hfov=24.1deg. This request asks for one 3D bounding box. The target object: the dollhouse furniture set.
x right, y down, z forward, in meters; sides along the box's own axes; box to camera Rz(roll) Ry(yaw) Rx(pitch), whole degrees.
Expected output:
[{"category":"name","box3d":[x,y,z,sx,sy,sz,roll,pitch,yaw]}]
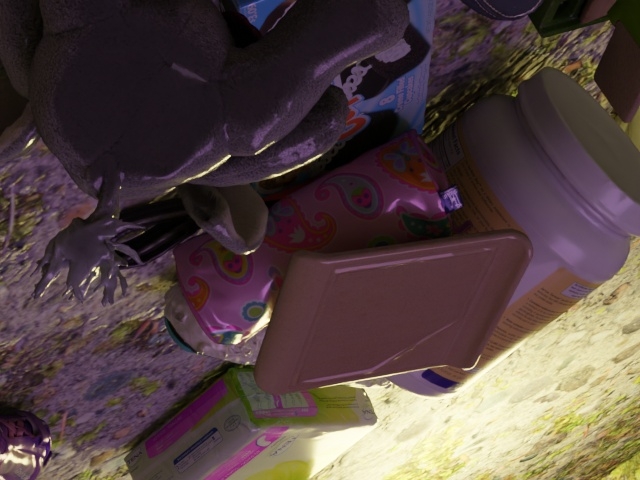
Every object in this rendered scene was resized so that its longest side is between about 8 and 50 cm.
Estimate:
[{"category":"dollhouse furniture set","box3d":[0.390,-0.238,1.463,0.301,0.198,0.151,-17,152,-22]}]

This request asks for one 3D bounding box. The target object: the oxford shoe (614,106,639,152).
[{"category":"oxford shoe","box3d":[0.431,-0.158,1.747,0.169,0.130,0.449,-21,153,-13]}]

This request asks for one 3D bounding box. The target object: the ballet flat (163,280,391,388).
[{"category":"ballet flat","box3d":[-0.005,0.088,1.740,0.147,0.147,0.409,-41,150,25]}]

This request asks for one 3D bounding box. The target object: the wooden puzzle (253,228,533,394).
[{"category":"wooden puzzle","box3d":[0.065,0.066,1.464,0.238,0.044,0.221,-4,142,-19]}]

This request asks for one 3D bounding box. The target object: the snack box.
[{"category":"snack box","box3d":[0.008,-0.167,1.360,0.187,0.060,0.322,-22,155,-10]}]

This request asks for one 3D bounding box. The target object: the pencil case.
[{"category":"pencil case","box3d":[0.000,0.000,1.465,0.284,0.124,0.124,-25,156,5]}]

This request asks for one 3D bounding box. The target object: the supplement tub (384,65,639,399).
[{"category":"supplement tub","box3d":[0.184,-0.007,1.636,0.331,0.241,0.241,-40,153,23]}]

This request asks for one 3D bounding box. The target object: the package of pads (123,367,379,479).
[{"category":"package of pads","box3d":[-0.085,0.265,2.040,0.229,0.101,0.296,-40,154,26]}]

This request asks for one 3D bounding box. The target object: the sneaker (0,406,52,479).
[{"category":"sneaker","box3d":[-0.360,0.229,1.704,0.104,0.095,0.236,-30,161,-13]}]

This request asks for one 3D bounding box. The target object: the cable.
[{"category":"cable","box3d":[-0.085,-0.027,1.517,0.287,0.072,0.139,-14,147,-29]}]

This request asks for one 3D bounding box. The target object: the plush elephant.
[{"category":"plush elephant","box3d":[-0.128,-0.116,1.128,0.330,0.271,0.255,-64,-167,2]}]

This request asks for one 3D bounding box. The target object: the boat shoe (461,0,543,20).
[{"category":"boat shoe","box3d":[0.158,-0.260,1.295,0.116,0.099,0.319,-31,156,1]}]
